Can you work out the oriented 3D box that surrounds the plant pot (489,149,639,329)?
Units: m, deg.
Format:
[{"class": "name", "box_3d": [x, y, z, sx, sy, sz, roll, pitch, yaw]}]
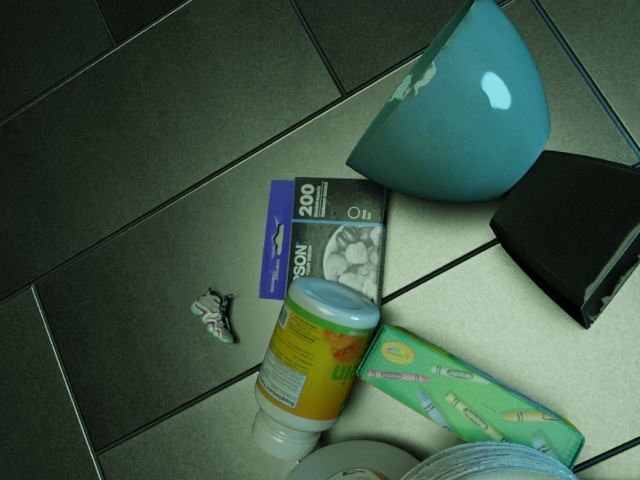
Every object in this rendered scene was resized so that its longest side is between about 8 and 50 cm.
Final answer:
[{"class": "plant pot", "box_3d": [0.342, -0.015, 0.845, 0.167, 0.187, 0.188, 39, 93, 29]}]

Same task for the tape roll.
[{"class": "tape roll", "box_3d": [0.052, 0.375, 0.837, 0.219, 0.219, 0.072, 2, 121, 16]}]

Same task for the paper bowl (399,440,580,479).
[{"class": "paper bowl", "box_3d": [0.195, 0.372, 0.657, 0.284, 0.148, 0.284, 0, 92, -3]}]

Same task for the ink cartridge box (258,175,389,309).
[{"class": "ink cartridge box", "box_3d": [0.000, 0.000, 1.000, 0.208, 0.045, 0.206, 3, 83, 16]}]

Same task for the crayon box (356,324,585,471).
[{"class": "crayon box", "box_3d": [0.200, 0.215, 0.847, 0.278, 0.165, 0.081, 28, 89, 18]}]

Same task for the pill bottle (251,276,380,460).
[{"class": "pill bottle", "box_3d": [-0.017, 0.189, 0.911, 0.136, 0.136, 0.245, 24, 104, 17]}]

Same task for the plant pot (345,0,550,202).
[{"class": "plant pot", "box_3d": [0.198, -0.164, 0.872, 0.195, 0.290, 0.290, 37, 92, -6]}]

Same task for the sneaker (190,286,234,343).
[{"class": "sneaker", "box_3d": [-0.162, 0.118, 1.028, 0.098, 0.038, 0.069, 43, 94, 17]}]
